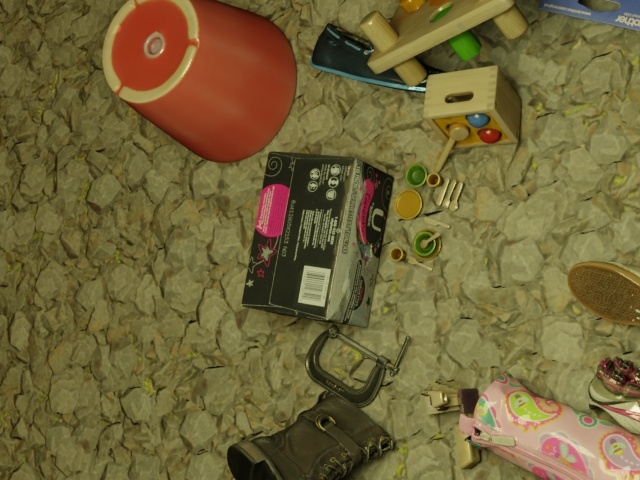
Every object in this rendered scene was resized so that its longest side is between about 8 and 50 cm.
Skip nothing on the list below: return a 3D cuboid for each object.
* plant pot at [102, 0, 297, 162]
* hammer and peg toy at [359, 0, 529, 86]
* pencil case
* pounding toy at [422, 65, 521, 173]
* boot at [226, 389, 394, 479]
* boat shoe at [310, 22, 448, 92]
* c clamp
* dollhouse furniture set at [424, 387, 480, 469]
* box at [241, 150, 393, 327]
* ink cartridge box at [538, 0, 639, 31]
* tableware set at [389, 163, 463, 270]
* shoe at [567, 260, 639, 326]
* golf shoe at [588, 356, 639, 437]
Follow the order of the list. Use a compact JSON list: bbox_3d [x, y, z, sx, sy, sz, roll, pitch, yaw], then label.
[{"bbox_3d":[-0.211,-0.288,1.756,0.275,0.243,0.274,-6,77,28],"label":"plant pot"},{"bbox_3d":[0.242,-0.379,1.486,0.361,0.127,0.266,-21,31,42],"label":"hammer and peg toy"},{"bbox_3d":[0.330,0.281,1.399,0.284,0.124,0.124,25,93,29],"label":"pencil case"},{"bbox_3d":[0.215,-0.176,1.565,0.141,0.130,0.100,-4,66,29],"label":"pounding toy"},{"bbox_3d":[0.018,0.327,1.518,0.263,0.229,0.091,42,136,35],"label":"boot"},{"bbox_3d":[0.089,-0.290,1.660,0.258,0.109,0.089,19,101,29],"label":"boat shoe"},{"bbox_3d":[0.052,0.184,1.642,0.161,0.022,0.137,23,97,30],"label":"c clamp"},{"bbox_3d":[0.175,0.275,1.523,0.081,0.091,0.114,-16,75,43],"label":"dollhouse furniture set"},{"bbox_3d":[0.000,0.000,1.636,0.163,0.142,0.247,7,85,30],"label":"box"},{"bbox_3d":[0.454,-0.449,1.510,0.186,0.065,0.311,22,89,33],"label":"ink cartridge box"},{"bbox_3d":[0.150,-0.037,1.619,0.104,0.024,0.154,23,96,32],"label":"tableware set"},{"bbox_3d":[0.439,0.079,1.422,0.219,0.058,0.076,21,111,35],"label":"shoe"},{"bbox_3d":[0.443,0.229,1.388,0.186,0.067,0.086,30,128,26],"label":"golf shoe"}]
